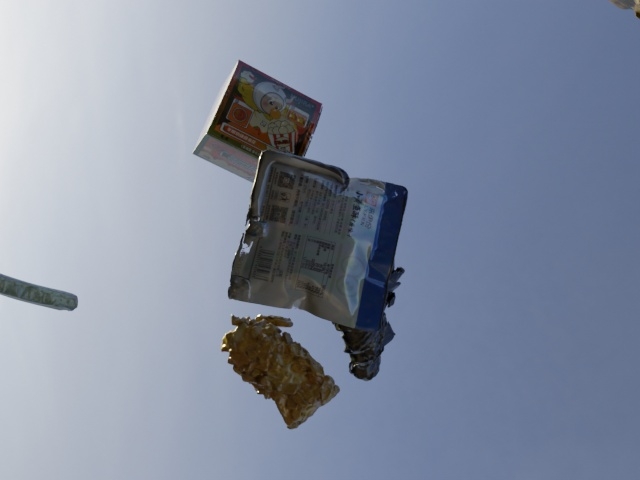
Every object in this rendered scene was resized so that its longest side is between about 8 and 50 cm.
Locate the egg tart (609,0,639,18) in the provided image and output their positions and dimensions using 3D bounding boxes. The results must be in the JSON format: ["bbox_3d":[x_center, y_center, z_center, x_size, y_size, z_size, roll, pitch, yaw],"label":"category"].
[{"bbox_3d":[0.371,-0.369,0.801,0.116,0.294,0.295,3,-84,27],"label":"egg tart"}]

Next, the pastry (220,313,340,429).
[{"bbox_3d":[-0.083,0.239,1.381,0.250,0.154,0.102,48,-10,8],"label":"pastry"}]

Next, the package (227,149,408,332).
[{"bbox_3d":[0.000,0.000,0.758,0.027,0.173,0.171,136,-32,-74],"label":"package"}]

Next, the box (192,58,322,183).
[{"bbox_3d":[-0.127,-0.228,1.423,0.148,0.194,0.178,-27,-140,64],"label":"box"}]

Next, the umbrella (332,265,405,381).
[{"bbox_3d":[0.082,0.110,1.204,0.154,0.128,0.337,-5,-51,23],"label":"umbrella"}]

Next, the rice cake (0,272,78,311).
[{"bbox_3d":[-0.583,0.088,1.333,0.127,0.237,0.043,2,-109,57],"label":"rice cake"}]
